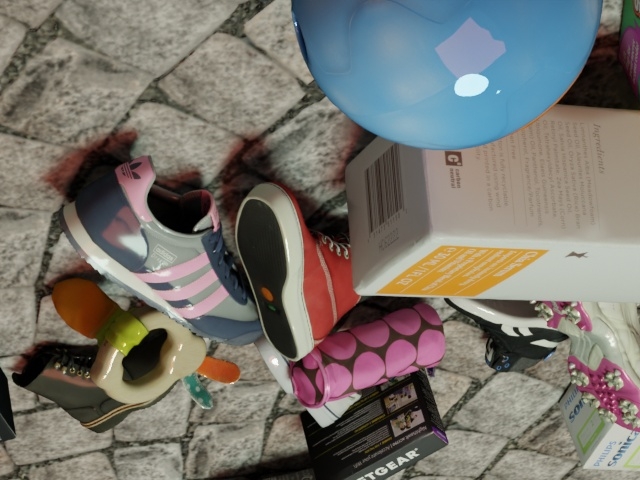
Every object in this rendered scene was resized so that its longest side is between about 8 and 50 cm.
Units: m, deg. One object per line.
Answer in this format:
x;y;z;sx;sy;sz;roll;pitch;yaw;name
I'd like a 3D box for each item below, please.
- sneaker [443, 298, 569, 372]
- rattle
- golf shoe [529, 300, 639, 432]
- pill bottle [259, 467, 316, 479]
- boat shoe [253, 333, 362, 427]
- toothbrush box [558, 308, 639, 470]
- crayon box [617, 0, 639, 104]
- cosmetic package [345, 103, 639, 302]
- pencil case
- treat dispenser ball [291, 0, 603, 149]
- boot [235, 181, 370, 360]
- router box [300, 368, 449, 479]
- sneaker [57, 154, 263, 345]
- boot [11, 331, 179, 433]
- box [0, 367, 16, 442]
0.224;0.115;2.025;0.217;0.079;0.121;14;129;-31;sneaker
-0.207;0.123;1.878;0.200;0.143;0.130;9;93;-51;rattle
0.364;0.107;1.982;0.140;0.115;0.306;-45;124;-25;golf shoe
-0.042;0.401;2.190;0.278;0.162;0.162;-13;138;-3;pill bottle
-0.015;0.157;2.012;0.076;0.083;0.226;-35;147;2;boat shoe
0.505;0.212;2.186;0.283;0.122;0.206;7;133;-22;toothbrush box
0.481;-0.315;1.623;0.313;0.106;0.363;-11;139;-6;crayon box
0.279;-0.035;1.766;0.453;0.161;0.230;2;162;-19;cosmetic package
0.055;0.144;1.950;0.209;0.095;0.098;-13;175;-38;pencil case
0.116;-0.227;1.472;0.288;0.288;0.288;-9;137;-8;treat dispenser ball
0.000;0.000;1.821;0.176;0.088;0.244;-38;139;-27;boot
0.067;0.247;2.078;0.179;0.133;0.046;-31;135;17;router box
-0.139;0.016;1.788;0.131;0.112;0.319;-40;137;17;sneaker
-0.262;0.153;1.927;0.198;0.077;0.137;-40;128;23;boot
-0.485;0.148;1.828;0.184;0.103;0.261;-19;138;-1;box
